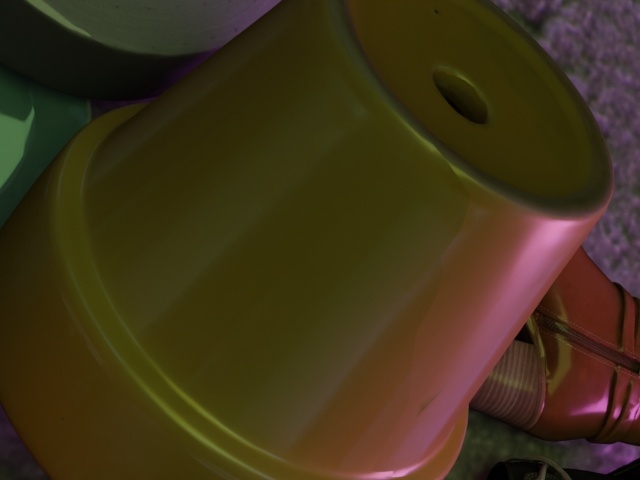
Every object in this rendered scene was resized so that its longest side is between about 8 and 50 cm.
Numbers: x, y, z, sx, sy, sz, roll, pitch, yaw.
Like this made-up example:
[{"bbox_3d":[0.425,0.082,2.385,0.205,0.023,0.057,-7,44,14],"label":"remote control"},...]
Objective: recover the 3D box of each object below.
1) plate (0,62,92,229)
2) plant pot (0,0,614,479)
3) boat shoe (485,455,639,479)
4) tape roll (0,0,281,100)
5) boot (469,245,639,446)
[{"bbox_3d":[-0.218,-0.070,0.753,0.188,0.024,0.188,5,79,-25],"label":"plate"},{"bbox_3d":[0.000,0.000,0.671,0.254,0.239,0.254,27,37,-23],"label":"plant pot"},{"bbox_3d":[0.138,0.168,0.851,0.233,0.084,0.079,-17,90,-23],"label":"boat shoe"},{"bbox_3d":[-0.116,-0.192,0.777,0.219,0.072,0.219,9,71,-28],"label":"tape roll"},{"bbox_3d":[0.168,0.032,0.896,0.152,0.073,0.197,16,87,-22],"label":"boot"}]
